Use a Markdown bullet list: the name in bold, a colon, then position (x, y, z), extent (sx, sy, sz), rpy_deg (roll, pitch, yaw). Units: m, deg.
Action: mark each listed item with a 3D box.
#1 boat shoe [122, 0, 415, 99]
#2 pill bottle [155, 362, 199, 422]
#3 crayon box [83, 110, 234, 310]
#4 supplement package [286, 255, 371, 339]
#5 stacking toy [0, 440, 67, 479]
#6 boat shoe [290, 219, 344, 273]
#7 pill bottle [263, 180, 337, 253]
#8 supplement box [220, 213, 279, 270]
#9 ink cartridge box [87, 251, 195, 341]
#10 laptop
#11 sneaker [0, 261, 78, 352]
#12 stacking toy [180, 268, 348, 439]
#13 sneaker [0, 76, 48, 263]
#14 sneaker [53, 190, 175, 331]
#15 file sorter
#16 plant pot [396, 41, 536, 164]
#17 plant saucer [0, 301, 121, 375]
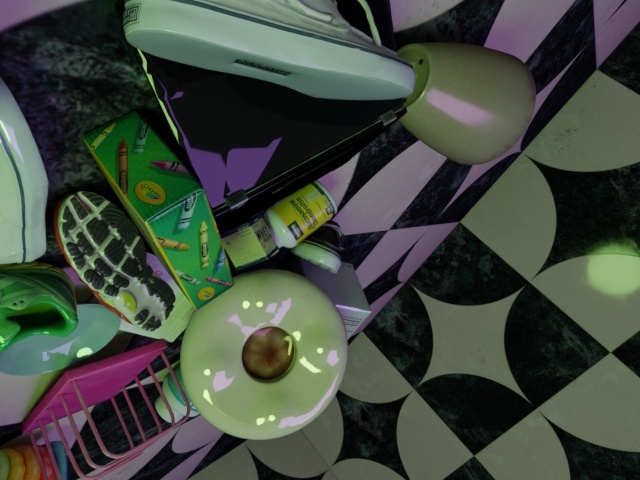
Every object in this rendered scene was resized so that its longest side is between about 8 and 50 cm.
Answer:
- **boat shoe**: position (-0.029, -0.268, 0.499), extent (0.367, 0.136, 0.156), rpy_deg (1, 97, -30)
- **pill bottle**: position (-0.346, 0.397, 1.217), extent (0.264, 0.146, 0.146), rpy_deg (-44, 158, 2)
- **crayon box**: position (-0.222, -0.026, 0.628), extent (0.081, 0.165, 0.278), rpy_deg (-35, 157, -20)
- **supplement package**: position (-0.022, 0.207, 1.271), extent (0.198, 0.199, 0.262), rpy_deg (15, 125, -28)
- **stacking toy**: position (-0.665, 0.470, 0.830), extent (0.175, 0.165, 0.301), rpy_deg (-25, 144, -5)
- **boat shoe**: position (0.000, 0.000, 1.072), extent (0.119, 0.121, 0.335), rpy_deg (-62, -173, 0)
- **pill bottle**: position (-0.061, -0.049, 0.949), extent (0.184, 0.103, 0.103), rpy_deg (-39, 158, -12)
- **supplement box**: position (-0.147, 0.004, 0.870), extent (0.083, 0.083, 0.056), rpy_deg (-21, -167, 26)
- **ink cartridge box**: position (-0.334, 0.105, 0.860), extent (0.189, 0.066, 0.232), rpy_deg (-46, 137, 7)
- **laptop**: position (-0.076, -0.213, 0.704), extent (0.382, 0.236, 0.408), rpy_deg (-32, -178, -22)
- **sneaker**: position (-0.436, 0.086, 0.519), extent (0.109, 0.123, 0.296), rpy_deg (-50, 157, 18)
- **stacking toy**: position (-0.167, 0.240, 1.068), extent (0.351, 0.350, 0.480), rpy_deg (-37, -171, -15)
- **sneaker**: position (-0.353, -0.052, 0.448), extent (0.091, 0.094, 0.258), rpy_deg (-29, 155, -43)
- **sneaker**: position (-0.334, 0.045, 0.652), extent (0.279, 0.119, 0.107), rpy_deg (80, 30, -43)
- **file sorter**: position (-0.443, 0.376, 0.886), extent (0.291, 0.182, 0.202), rpy_deg (-41, 163, 31)
- **plant pot**: position (0.263, -0.305, 0.899), extent (0.274, 0.256, 0.256), rpy_deg (1, 133, -39)
- **plant saucer**: position (-0.451, 0.159, 0.731), extent (0.195, 0.037, 0.195), rpy_deg (-30, 153, -17)
